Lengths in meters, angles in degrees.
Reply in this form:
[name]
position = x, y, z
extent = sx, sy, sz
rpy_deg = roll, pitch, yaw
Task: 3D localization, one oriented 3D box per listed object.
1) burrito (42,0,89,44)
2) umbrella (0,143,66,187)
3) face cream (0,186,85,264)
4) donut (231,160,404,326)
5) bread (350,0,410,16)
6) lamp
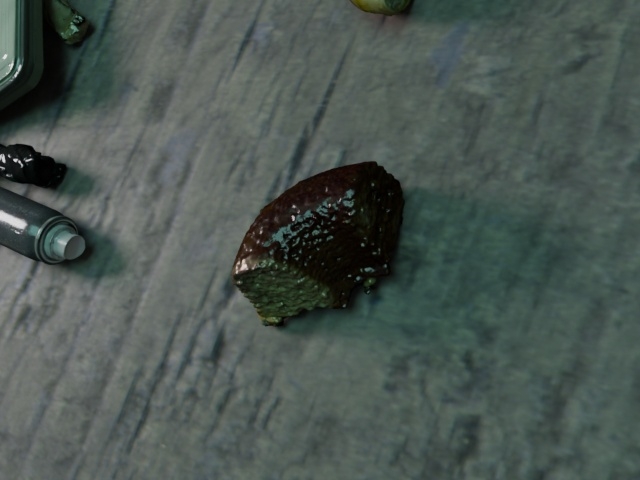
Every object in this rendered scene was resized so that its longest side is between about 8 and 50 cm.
[burrito]
position = -0.403, -0.347, 1.216
extent = 0.171, 0.042, 0.051
rpy_deg = 40, 99, 27
[umbrella]
position = -0.470, -0.120, 1.158
extent = 0.236, 0.066, 0.059
rpy_deg = 14, 76, 27
[face cream]
position = -0.432, -0.032, 1.109
extent = 0.284, 0.073, 0.073
rpy_deg = 20, 83, 29
[donut]
position = -0.010, -0.001, 0.877
extent = 0.187, 0.126, 0.144
rpy_deg = -13, 62, 22
[bread]
position = 0.063, -0.329, 0.963
extent = 0.094, 0.083, 0.157
rpy_deg = -24, 63, 20
[lamp]
position = -0.511, -0.304, 1.222
extent = 0.267, 0.047, 0.268
rpy_deg = -23, 64, 34
